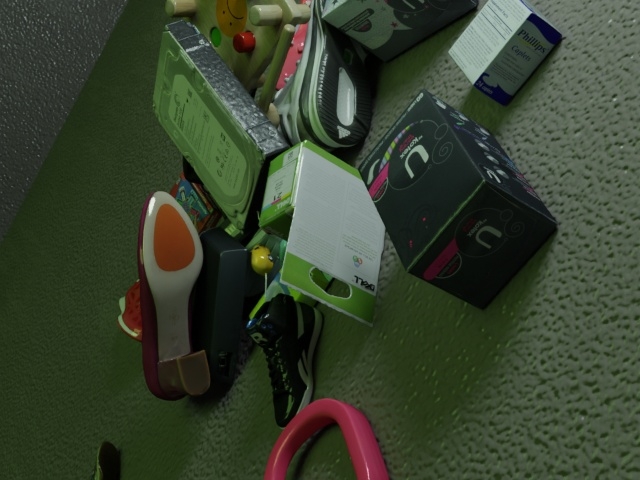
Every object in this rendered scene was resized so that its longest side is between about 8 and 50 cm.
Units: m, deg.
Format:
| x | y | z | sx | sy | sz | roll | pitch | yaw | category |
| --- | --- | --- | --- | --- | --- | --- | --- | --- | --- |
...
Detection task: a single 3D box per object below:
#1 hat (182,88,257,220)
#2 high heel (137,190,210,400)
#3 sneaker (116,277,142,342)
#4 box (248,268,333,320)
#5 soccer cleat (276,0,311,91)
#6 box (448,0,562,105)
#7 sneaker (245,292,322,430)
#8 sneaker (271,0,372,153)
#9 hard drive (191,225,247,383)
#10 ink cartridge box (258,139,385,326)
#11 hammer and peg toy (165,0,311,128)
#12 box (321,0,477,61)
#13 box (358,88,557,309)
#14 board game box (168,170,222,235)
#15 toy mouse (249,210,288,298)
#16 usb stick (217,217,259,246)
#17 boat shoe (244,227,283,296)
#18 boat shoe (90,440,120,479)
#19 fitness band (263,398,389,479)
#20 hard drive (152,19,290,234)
| x | y | z | sx | sy | sz | roll | pitch | yaw | category |
| --- | --- | --- | --- | --- | --- | --- | --- | --- | --- |
| -0.218 | -0.201 | 2.131 | 0.331 | 0.133 | 0.332 | -170 | 90 | -77 | hat |
| -0.298 | 0.106 | 1.900 | 0.181 | 0.127 | 0.378 | -12 | 83 | 54 | high heel |
| -0.377 | 0.130 | 2.258 | 0.128 | 0.087 | 0.221 | -58 | 30 | 10 | sneaker |
| -0.050 | 0.096 | 1.796 | 0.178 | 0.042 | 0.109 | -56 | 29 | 13 | box |
| -0.036 | -0.423 | 2.203 | 0.095 | 0.083 | 0.248 | 102 | -172 | -86 | soccer cleat |
| 0.275 | -0.295 | 1.567 | 0.137 | 0.072 | 0.126 | -51 | 30 | 20 | box |
| -0.074 | 0.189 | 1.671 | 0.079 | 0.121 | 0.217 | -29 | 43 | 47 | sneaker |
| -0.020 | -0.345 | 1.991 | 0.257 | 0.169 | 0.448 | -23 | 50 | 47 | sneaker |
| -0.191 | 0.115 | 1.900 | 0.172 | 0.054 | 0.255 | -144 | 58 | -61 | hard drive |
| 0.000 | 0.000 | 1.641 | 0.097 | 0.188 | 0.255 | -27 | 45 | 46 | ink cartridge box |
| -0.127 | -0.386 | 1.919 | 0.266 | 0.127 | 0.361 | -48 | 64 | 43 | hammer and peg toy |
| 0.143 | -0.448 | 1.819 | 0.247 | 0.163 | 0.142 | -25 | 44 | 49 | box |
| 0.181 | -0.063 | 1.448 | 0.165 | 0.143 | 0.270 | -52 | 31 | 20 | box |
| -0.303 | -0.055 | 2.357 | 0.145 | 0.027 | 0.281 | -58 | 29 | 10 | board game box |
| -0.074 | -0.003 | 1.808 | 0.143 | 0.031 | 0.161 | -35 | 55 | 31 | toy mouse |
| -0.156 | -0.022 | 2.001 | 0.278 | 0.045 | 0.077 | -45 | 47 | 2 | usb stick |
| -0.081 | 0.006 | 1.908 | 0.226 | 0.083 | 0.076 | -52 | 3 | 20 | boat shoe |
| -0.437 | 0.474 | 2.089 | 0.049 | 0.056 | 0.152 | -40 | 36 | 27 | boat shoe |
| 0.007 | 0.356 | 1.474 | 0.209 | 0.054 | 0.291 | -49 | 32 | 18 | fitness band |
| -0.192 | -0.206 | 1.903 | 0.339 | 0.064 | 0.237 | 54 | 148 | 22 | hard drive |
